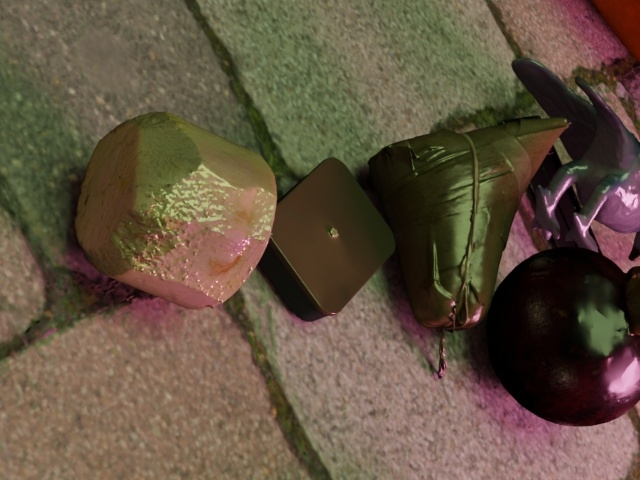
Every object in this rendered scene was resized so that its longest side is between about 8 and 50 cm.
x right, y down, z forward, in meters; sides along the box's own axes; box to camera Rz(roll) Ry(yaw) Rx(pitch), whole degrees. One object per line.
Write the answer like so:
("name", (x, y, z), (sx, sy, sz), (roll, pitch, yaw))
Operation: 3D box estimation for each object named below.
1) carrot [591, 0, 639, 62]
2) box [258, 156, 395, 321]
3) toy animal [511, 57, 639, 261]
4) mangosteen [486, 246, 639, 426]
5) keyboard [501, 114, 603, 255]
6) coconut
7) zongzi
("carrot", (0.374, -0.263, 1.731), (0.331, 0.193, 0.214), (50, 2, -19))
("box", (0.000, 0.000, 1.290), (0.091, 0.031, 0.126), (53, 38, -9))
("toy animal", (0.259, -0.060, 1.510), (0.176, 0.255, 0.239), (-34, 51, -25))
("mangosteen", (0.209, 0.071, 1.384), (0.152, 0.152, 0.152), (26, 49, -35))
("keyboard", (0.218, -0.021, 1.561), (0.064, 0.010, 0.198), (-12, 76, -49))
("coconut", (-0.088, -0.016, 1.139), (0.122, 0.116, 0.116), (20, 53, -34))
("zongzi", (0.144, -0.004, 1.368), (0.178, 0.081, 0.189), (-11, 74, -18))
